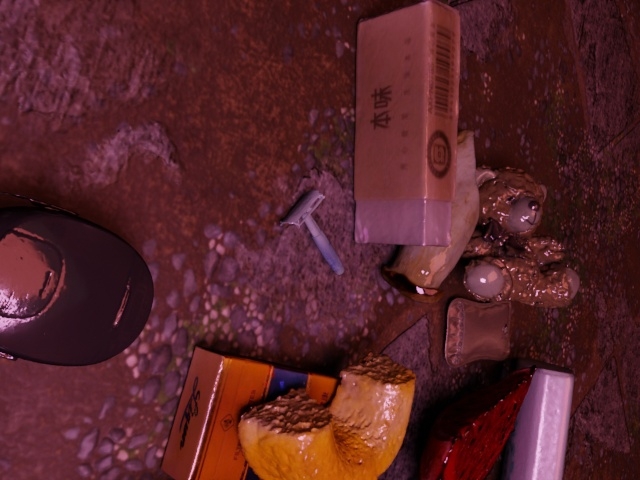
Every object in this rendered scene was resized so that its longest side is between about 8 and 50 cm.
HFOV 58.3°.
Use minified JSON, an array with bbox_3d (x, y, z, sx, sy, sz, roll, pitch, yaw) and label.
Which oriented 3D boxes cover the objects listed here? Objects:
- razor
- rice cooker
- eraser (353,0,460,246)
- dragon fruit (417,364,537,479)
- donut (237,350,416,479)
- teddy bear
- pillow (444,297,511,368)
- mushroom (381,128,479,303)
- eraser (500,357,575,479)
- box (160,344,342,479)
[{"bbox_3d":[0.000,0.000,0.822,0.068,0.040,0.135,-51,129,-27],"label":"razor"},{"bbox_3d":[-0.259,0.039,0.532,0.203,0.118,0.142,31,72,-39],"label":"rice cooker"},{"bbox_3d":[0.123,-0.163,0.847,0.078,0.144,0.343,0,91,-43],"label":"eraser"},{"bbox_3d":[0.241,0.368,0.995,0.343,0.100,0.282,-14,119,-50],"label":"dragon fruit"},{"bbox_3d":[0.025,0.254,0.733,0.259,0.101,0.152,-15,108,-45],"label":"donut"},{"bbox_3d":[0.344,-0.010,1.044,0.267,0.156,0.256,9,85,-29],"label":"teddy bear"},{"bbox_3d":[0.306,0.175,1.098,0.217,0.033,0.130,6,87,-42],"label":"pillow"},{"bbox_3d":[0.208,-0.045,0.953,0.333,0.107,0.087,-60,162,-23],"label":"mushroom"},{"bbox_3d":[0.423,0.386,1.127,0.189,0.104,0.290,69,31,-83],"label":"eraser"},{"bbox_3d":[-0.070,0.235,0.744,0.237,0.070,0.152,22,78,-39],"label":"box"}]
